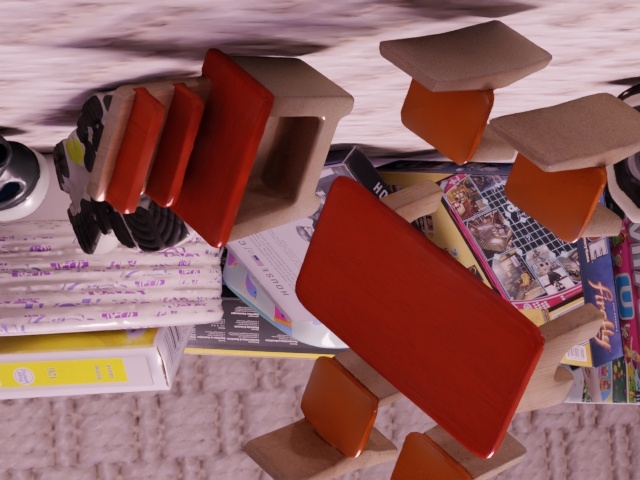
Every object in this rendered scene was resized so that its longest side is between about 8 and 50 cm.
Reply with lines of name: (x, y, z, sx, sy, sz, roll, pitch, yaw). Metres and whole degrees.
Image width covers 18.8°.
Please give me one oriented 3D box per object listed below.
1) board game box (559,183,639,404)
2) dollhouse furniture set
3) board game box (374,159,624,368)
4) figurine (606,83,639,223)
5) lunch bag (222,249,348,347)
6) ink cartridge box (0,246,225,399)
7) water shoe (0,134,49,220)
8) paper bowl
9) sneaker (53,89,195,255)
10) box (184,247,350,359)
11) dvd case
board game box: (0.289, 0.024, 1.629, 0.097, 0.224, 0.303, -5, 177, -15)
dollhouse furniture set: (0.012, 0.008, 1.006, 0.135, 0.262, 0.259, -13, -138, -44)
board game box: (0.148, 0.016, 1.667, 0.042, 0.165, 0.243, -18, -165, -38)
figurine: (0.331, -0.075, 1.283, 0.215, 0.092, 0.209, -6, -177, 42)
lunch bag: (0.062, 0.027, 1.971, 0.279, 0.108, 0.224, -4, -157, -32)
ink cartridge box: (-0.266, 0.051, 1.906, 0.307, 0.072, 0.303, -2, -149, 11)
water shoe: (-0.299, -0.050, 1.419, 0.203, 0.073, 0.080, -8, 154, 21)
paper bowl: (-0.226, 0.007, 1.632, 0.284, 0.148, 0.284, -3, 176, 0)
sneaker: (-0.096, -0.058, 1.269, 0.118, 0.107, 0.279, -21, -173, -19)
box: (-0.022, 0.050, 2.180, 0.322, 0.079, 0.257, 2, -157, 4)
dvd case: (0.000, 0.000, 1.715, 0.239, 0.179, 0.029, -5, -140, 51)
